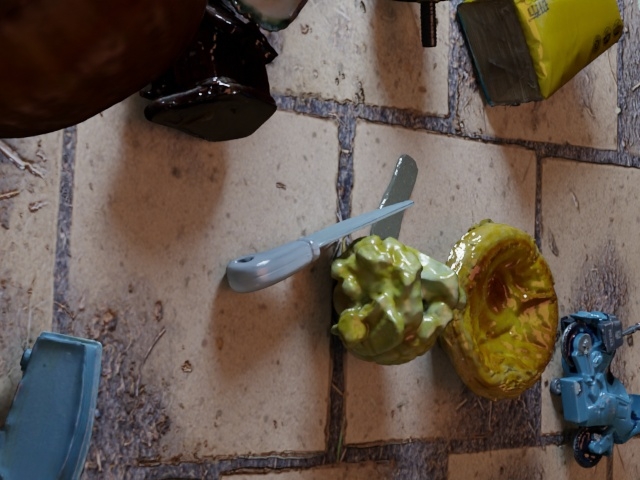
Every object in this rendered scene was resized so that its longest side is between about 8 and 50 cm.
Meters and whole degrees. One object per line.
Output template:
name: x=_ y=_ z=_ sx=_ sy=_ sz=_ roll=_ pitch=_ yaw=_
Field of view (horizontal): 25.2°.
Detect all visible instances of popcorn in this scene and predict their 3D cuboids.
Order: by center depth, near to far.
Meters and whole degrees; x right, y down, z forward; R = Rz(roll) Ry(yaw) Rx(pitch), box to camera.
popcorn: x=0.091 y=0.087 z=2.002 sx=0.187 sy=0.167 sz=0.185 roll=36 pitch=69 yaw=-37

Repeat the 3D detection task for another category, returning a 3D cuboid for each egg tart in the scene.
egg tart: x=0.258 y=0.110 z=2.224 sx=0.295 sy=0.116 sz=0.295 roll=-1 pitch=91 yaw=-45

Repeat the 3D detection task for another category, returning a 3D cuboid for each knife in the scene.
knife: x=-0.002 y=0.000 z=1.965 sx=0.331 sy=0.080 sz=0.044 roll=-25 pitch=105 yaw=-40

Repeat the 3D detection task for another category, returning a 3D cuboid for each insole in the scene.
insole: x=0.106 y=-0.041 z=2.134 sx=0.063 sy=0.010 sz=0.192 roll=39 pitch=61 yaw=-41

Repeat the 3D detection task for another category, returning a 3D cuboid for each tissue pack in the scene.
tissue pack: x=0.365 y=-0.356 z=2.328 sx=0.271 sy=0.134 sz=0.192 roll=-39 pitch=117 yaw=-41

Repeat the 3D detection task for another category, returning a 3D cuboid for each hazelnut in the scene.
hazelnut: x=-0.294 y=-0.292 z=1.440 sx=0.421 sy=0.353 sz=0.421 roll=-31 pitch=147 yaw=-23

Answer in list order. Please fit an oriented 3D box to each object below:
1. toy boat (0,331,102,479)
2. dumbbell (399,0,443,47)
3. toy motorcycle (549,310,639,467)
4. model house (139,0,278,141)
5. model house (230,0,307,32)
toy boat: x=-0.309 y=0.226 z=1.625 sx=0.098 sy=0.109 sz=0.238 roll=66 pitch=35 yaw=-73
dumbbell: x=0.154 y=-0.445 z=2.094 sx=0.143 sy=0.143 sz=0.325 roll=-1 pitch=90 yaw=-47
toy motorcycle: x=0.489 y=0.247 z=2.471 sx=0.182 sy=0.123 sz=0.272 roll=-16 pitch=102 yaw=-36
model house: x=-0.139 y=-0.225 z=1.810 sx=0.203 sy=0.141 sz=0.164 roll=21 pitch=50 yaw=-67
model house: x=-0.080 y=-0.372 z=1.816 sx=0.183 sy=0.172 sz=0.166 roll=35 pitch=95 yaw=-6
